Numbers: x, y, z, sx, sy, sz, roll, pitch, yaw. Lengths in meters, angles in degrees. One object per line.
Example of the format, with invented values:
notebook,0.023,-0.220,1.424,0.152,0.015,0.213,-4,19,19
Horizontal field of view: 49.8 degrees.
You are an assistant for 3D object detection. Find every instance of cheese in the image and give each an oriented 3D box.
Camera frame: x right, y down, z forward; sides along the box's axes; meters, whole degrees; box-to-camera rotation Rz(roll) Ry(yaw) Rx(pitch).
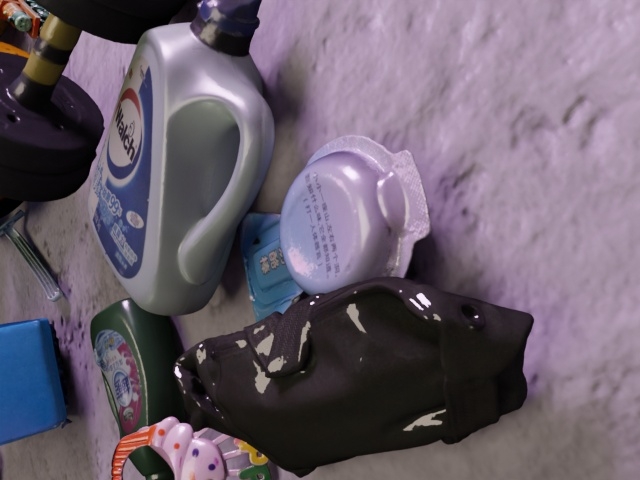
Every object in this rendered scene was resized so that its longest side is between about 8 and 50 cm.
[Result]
cheese,0.000,0.000,0.546,0.244,0.052,0.135,-27,71,52

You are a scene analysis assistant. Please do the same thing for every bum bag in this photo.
bum bag,0.016,0.103,0.506,0.326,0.080,0.142,-25,111,42

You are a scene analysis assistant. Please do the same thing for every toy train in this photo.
toy train,-0.404,-0.306,0.938,0.103,0.064,0.044,42,120,36
toy train,-0.488,0.198,0.915,0.300,0.265,0.188,-11,89,50

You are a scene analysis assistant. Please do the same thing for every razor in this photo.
razor,-0.414,0.030,0.993,0.068,0.037,0.191,-44,57,-10

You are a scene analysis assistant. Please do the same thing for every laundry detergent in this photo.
laundry detergent,-0.196,0.175,0.757,0.137,0.063,0.211,-28,75,44
laundry detergent,-0.113,-0.092,0.621,0.280,0.105,0.215,-58,47,29

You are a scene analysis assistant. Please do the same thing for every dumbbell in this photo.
dumbbell,-0.270,-0.197,0.700,0.388,0.185,0.185,-49,59,29

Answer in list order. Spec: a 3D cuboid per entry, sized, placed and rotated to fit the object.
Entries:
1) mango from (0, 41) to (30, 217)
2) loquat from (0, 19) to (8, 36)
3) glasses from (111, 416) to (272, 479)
mango,-0.457,-0.152,0.926,0.287,0.201,0.152,-34,26,41
loquat,-0.561,-0.358,0.979,0.235,0.235,0.235,4,95,46
glasses,-0.105,0.275,0.665,0.162,0.095,0.255,-8,87,16
